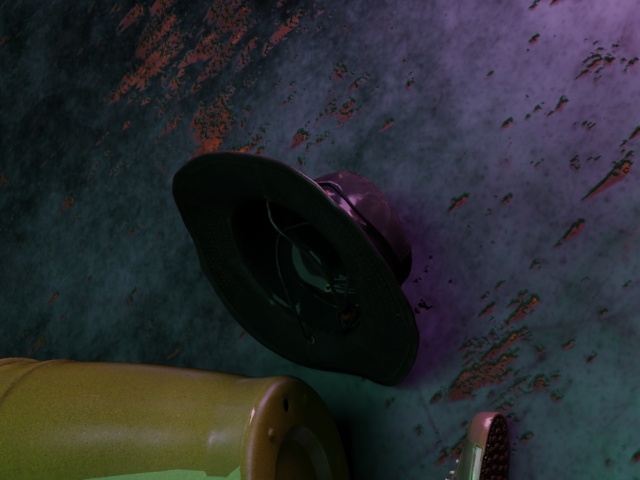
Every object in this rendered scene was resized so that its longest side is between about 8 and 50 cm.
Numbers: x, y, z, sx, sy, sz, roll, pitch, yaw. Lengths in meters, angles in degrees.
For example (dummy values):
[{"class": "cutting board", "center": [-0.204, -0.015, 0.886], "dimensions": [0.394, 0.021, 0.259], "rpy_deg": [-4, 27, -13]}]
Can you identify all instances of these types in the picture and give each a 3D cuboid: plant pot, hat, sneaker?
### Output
[{"class": "plant pot", "center": [-0.167, 0.282, 1.227], "dimensions": [0.353, 0.366, 0.366], "rpy_deg": [-11, 69, 24]}, {"class": "hat", "center": [0.000, 0.000, 1.264], "dimensions": [0.331, 0.331, 0.134], "rpy_deg": [15, 49, 41]}, {"class": "sneaker", "center": [0.129, 0.260, 1.147], "dimensions": [0.086, 0.064, 0.192], "rpy_deg": [0, 79, 34]}]
